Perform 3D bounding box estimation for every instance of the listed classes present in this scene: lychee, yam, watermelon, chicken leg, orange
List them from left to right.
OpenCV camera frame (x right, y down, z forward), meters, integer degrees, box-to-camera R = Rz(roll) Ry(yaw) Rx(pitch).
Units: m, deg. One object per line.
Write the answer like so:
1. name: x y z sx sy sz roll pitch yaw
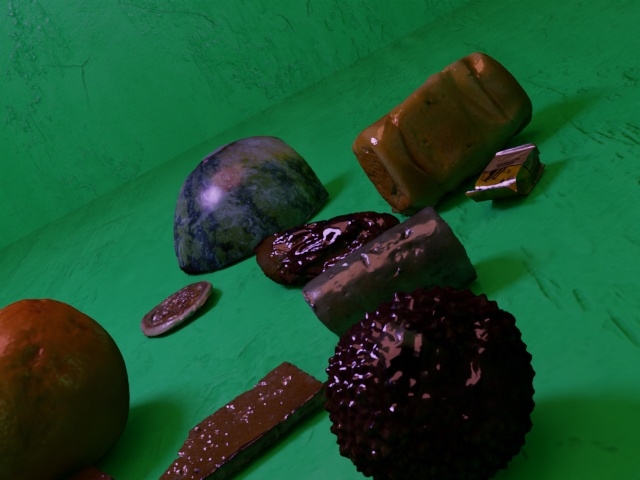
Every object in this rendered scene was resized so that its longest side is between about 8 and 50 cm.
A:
1. orange: -0.374 0.202 1.177 0.261 0.261 0.261 -26 17 9
2. watermelon: -0.149 -0.056 1.735 0.305 0.224 0.180 -36 -26 -14
3. chicken leg: -0.008 0.005 1.443 0.323 0.083 0.177 -16 13 31
4. yam: 0.080 0.049 1.111 0.194 0.107 0.107 -31 17 -2
5. lychee: 0.087 0.129 0.777 0.188 0.188 0.188 -26 17 9

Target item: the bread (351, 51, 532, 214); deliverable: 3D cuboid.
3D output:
1. bread: 0.201 -0.172 1.463 0.294 0.167 0.132 -38 -4 -23

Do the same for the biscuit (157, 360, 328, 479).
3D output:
1. biscuit: -0.104 0.224 1.038 0.237 0.026 0.131 -35 17 -17

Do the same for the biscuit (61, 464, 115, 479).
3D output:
1. biscuit: -0.298 0.336 1.007 0.182 0.034 0.215 -31 20 -6

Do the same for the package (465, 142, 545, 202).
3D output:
1. package: 0.264 -0.085 1.307 0.071 0.047 0.131 -11 26 38

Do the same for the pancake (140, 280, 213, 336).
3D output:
1. pancake: -0.241 0.114 1.561 0.152 0.025 0.151 -27 16 8
